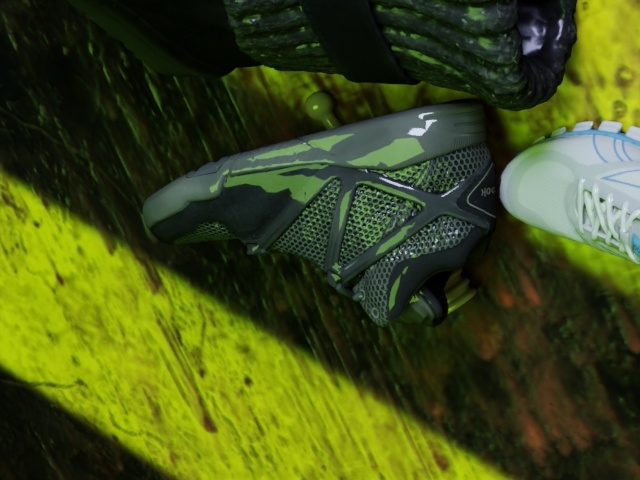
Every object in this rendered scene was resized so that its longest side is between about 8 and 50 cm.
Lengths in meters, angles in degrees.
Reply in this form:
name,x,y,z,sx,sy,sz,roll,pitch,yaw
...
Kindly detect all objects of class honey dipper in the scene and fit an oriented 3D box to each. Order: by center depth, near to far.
name,x,y,z,sx,sy,sz,roll,pitch,yaw
honey dipper,0.041,-0.026,0.942,0.030,0.030,0.161,-33,91,40

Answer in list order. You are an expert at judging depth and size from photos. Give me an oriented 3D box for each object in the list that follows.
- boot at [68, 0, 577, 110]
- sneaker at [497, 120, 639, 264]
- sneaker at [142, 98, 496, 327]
name,x,y,z,sx,sy,sz,roll,pitch,yaw
boot,-0.036,-0.174,0.756,0.260,0.348,0.131,9,80,33
sneaker,0.177,-0.015,0.822,0.190,0.083,0.071,9,121,31
sneaker,0.000,0.000,0.903,0.227,0.087,0.130,-11,92,22
